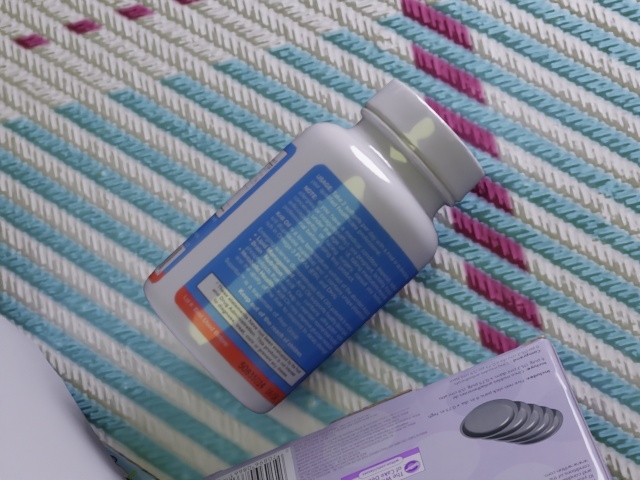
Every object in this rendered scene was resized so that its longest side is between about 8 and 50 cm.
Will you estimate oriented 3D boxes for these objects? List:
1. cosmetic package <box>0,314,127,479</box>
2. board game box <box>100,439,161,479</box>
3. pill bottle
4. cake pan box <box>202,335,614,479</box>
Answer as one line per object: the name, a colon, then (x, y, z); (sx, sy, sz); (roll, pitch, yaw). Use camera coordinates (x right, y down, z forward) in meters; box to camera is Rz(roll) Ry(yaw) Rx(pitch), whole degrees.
cosmetic package: (-0.348, 0.202, 0.966); (0.394, 0.329, 0.327); (-42, 46, 1)
board game box: (-0.154, 0.228, 1.127); (0.103, 0.026, 0.154); (30, 84, 16)
pill bottle: (0.000, 0.000, 1.099); (0.221, 0.124, 0.124); (-43, 72, 0)
cake pan box: (0.057, 0.199, 1.001); (0.267, 0.070, 0.245); (-23, 33, 4)
